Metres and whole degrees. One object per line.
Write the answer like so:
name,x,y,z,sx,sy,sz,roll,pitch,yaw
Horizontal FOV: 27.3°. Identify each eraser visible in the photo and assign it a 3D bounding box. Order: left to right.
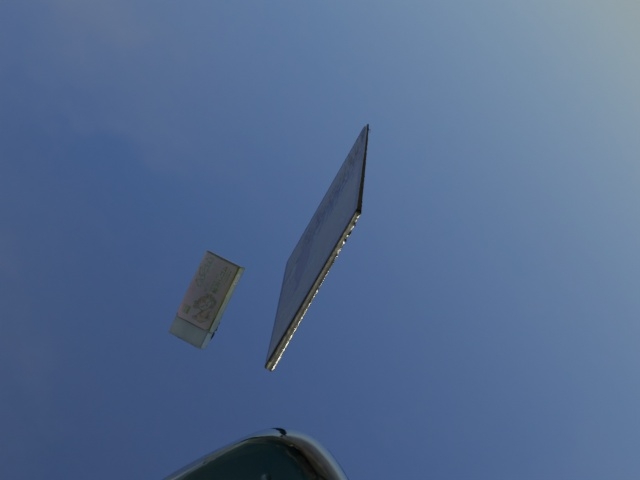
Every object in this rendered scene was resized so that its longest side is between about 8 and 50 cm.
eraser,-0.104,0.054,1.196,0.038,0.083,0.019,25,180,14

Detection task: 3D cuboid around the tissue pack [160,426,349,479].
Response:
tissue pack,-0.030,0.317,1.148,0.287,0.198,0.206,63,180,16

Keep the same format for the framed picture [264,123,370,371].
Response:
framed picture,0.000,0.000,1.794,0.014,0.255,0.339,26,-157,-8
